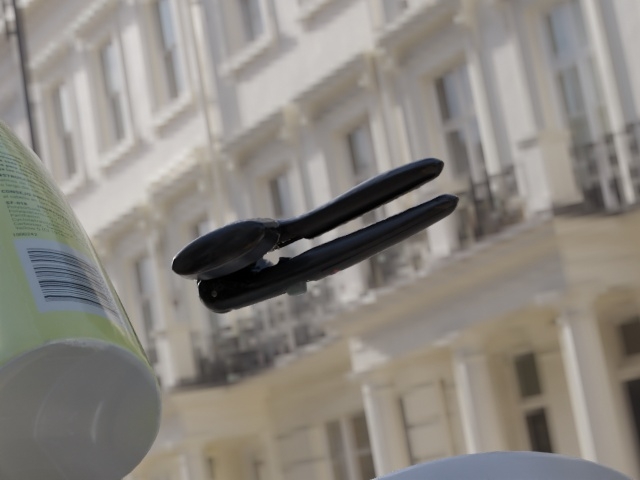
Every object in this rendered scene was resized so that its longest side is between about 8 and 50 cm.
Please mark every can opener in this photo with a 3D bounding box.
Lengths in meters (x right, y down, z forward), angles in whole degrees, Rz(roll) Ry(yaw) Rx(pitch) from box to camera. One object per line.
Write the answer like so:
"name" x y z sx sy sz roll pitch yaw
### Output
"can opener" 0.000 0.000 1.134 0.186 0.059 0.073 -18 2 12

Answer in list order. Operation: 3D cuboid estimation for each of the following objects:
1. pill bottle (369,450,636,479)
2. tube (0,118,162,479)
"pill bottle" 0.061 0.204 0.366 0.181 0.323 0.181 -5 -47 -6
"tube" -0.112 -0.001 0.629 0.062 0.240 0.070 -5 -58 -18
